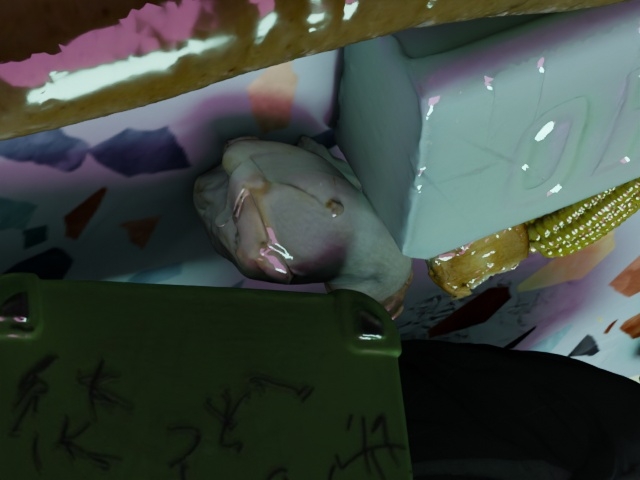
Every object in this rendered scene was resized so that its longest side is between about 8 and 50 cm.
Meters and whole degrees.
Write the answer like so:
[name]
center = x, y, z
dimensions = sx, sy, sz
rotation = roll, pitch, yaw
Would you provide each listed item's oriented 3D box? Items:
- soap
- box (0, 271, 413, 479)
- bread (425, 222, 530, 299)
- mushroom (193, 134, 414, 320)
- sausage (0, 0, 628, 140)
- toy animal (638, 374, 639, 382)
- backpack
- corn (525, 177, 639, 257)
[soap]
center = 0.185, -0.126, 1.183
dimensions = 0.347, 0.115, 0.208
rotation = -21, 153, -15
[box]
center = -0.101, 0.146, 1.146
dimensions = 0.328, 0.253, 0.178
rotation = 2, 161, -27
[bread]
center = 0.101, -0.013, 1.355
dimensions = 0.083, 0.077, 0.070
rotation = -27, 142, -3
[mushroom]
center = 0.002, -0.001, 1.254
dimensions = 0.096, 0.099, 0.278
rotation = -31, 158, 16
[sausage]
center = -0.007, -0.150, 0.941
dimensions = 0.501, 0.123, 0.136
rotation = -16, 149, -26
[toy animal]
center = 0.392, 0.110, 1.767
dimensions = 0.169, 0.195, 0.281
rotation = 12, 146, 6
[backpack]
center = 0.107, 0.213, 1.493
dimensions = 0.445, 0.363, 0.255
rotation = -17, 123, -42
[corn]
center = 0.235, -0.072, 1.370
dimensions = 0.238, 0.080, 0.080
rotation = -42, 151, 27
